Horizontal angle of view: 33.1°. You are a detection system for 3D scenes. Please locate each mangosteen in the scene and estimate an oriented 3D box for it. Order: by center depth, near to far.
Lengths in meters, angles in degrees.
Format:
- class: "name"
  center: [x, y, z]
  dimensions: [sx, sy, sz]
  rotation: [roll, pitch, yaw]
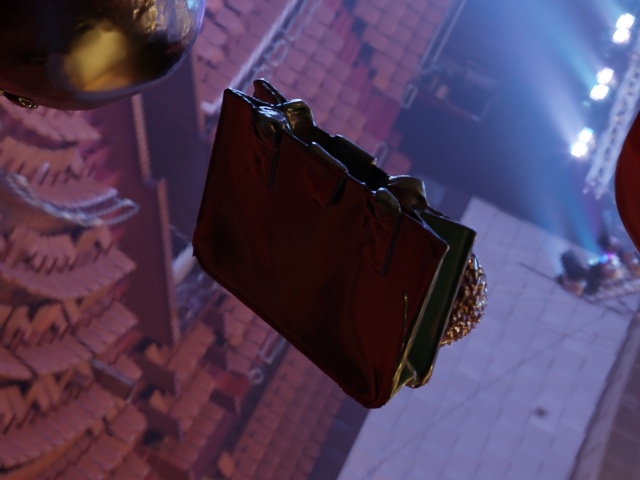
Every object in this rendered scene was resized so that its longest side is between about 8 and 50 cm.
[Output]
- class: "mangosteen"
  center: [-0.246, -0.276, 0.991]
  dimensions: [0.297, 0.297, 0.313]
  rotation: [-62, 156, -65]

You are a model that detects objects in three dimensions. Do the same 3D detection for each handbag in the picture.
- class: "handbag"
  center: [-0.001, 0.001, 1.113]
  dimensions: [0.089, 0.326, 0.238]
  rotation: [-20, 136, -38]

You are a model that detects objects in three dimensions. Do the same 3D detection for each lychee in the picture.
- class: "lychee"
  center: [0.173, 0.084, 1.701]
  dimensions: [0.188, 0.188, 0.188]
  rotation: [-64, 179, -2]

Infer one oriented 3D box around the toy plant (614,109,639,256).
- class: "toy plant"
  center: [0.343, 0.017, 0.558]
  dimensions: [0.317, 0.356, 0.210]
  rotation: [-33, 136, -6]
